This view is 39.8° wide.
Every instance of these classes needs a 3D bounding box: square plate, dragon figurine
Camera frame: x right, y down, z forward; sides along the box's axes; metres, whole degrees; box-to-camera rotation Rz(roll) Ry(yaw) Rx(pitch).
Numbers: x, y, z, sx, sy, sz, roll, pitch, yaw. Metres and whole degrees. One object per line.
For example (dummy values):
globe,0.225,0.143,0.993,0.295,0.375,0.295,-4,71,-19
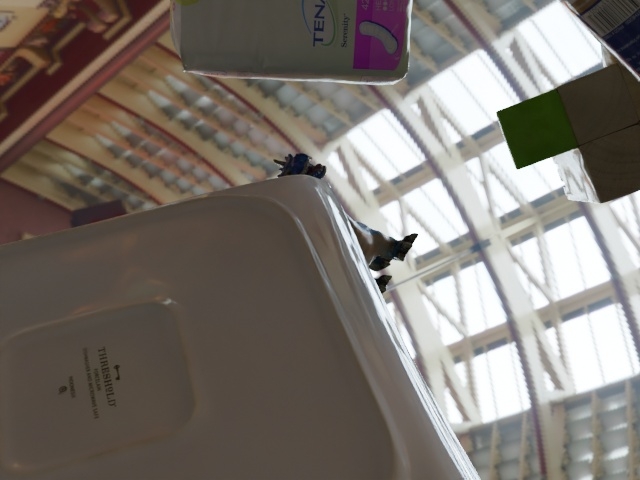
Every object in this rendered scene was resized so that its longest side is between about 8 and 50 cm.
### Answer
square plate,-0.112,0.090,0.455,0.347,0.344,0.049,-115,-165,-49
dragon figurine,0.000,0.000,0.834,0.144,0.289,0.085,33,-101,0

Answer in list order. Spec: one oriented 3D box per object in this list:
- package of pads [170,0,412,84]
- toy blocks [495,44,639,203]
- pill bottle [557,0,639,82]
package of pads,-0.025,-0.300,0.832,0.229,0.101,0.297,2,-78,-4
toy blocks,0.338,-0.132,0.772,0.381,0.261,0.191,-21,-88,7
pill bottle,0.177,-0.102,0.423,0.120,0.067,0.067,42,-58,-5
